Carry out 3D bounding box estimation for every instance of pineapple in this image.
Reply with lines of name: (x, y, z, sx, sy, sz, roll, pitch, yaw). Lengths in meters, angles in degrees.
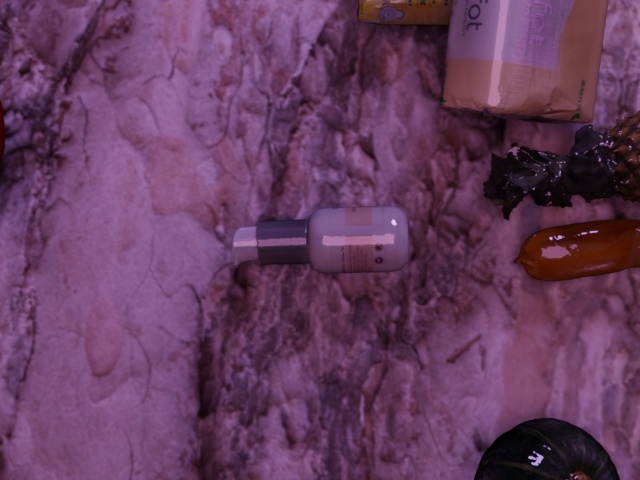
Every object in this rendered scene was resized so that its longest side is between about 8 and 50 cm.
pineapple: (0.299, -0.075, 1.050, 0.251, 0.125, 0.125, -10, 90, -1)

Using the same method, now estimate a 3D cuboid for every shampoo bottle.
shampoo bottle: (0.000, 0.000, 1.080, 0.191, 0.074, 0.074, -1, 90, 4)

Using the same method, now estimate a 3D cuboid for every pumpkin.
pumpkin: (0.241, 0.274, 1.042, 0.125, 0.167, 0.167, -36, 89, 46)

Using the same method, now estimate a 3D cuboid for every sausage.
sausage: (0.301, 0.008, 1.080, 0.183, 0.054, 0.062, -9, 122, 0)

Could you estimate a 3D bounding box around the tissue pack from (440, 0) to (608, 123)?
tissue pack: (0.219, -0.235, 1.020, 0.186, 0.090, 0.222, 2, 99, -39)

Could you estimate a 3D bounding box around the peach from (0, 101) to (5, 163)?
peach: (-0.495, -0.081, 0.994, 0.281, 0.281, 0.338, 43, 83, 1)

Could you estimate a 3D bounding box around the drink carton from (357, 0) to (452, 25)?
drink carton: (0.139, -0.272, 1.074, 0.199, 0.074, 0.084, 0, 100, 2)
